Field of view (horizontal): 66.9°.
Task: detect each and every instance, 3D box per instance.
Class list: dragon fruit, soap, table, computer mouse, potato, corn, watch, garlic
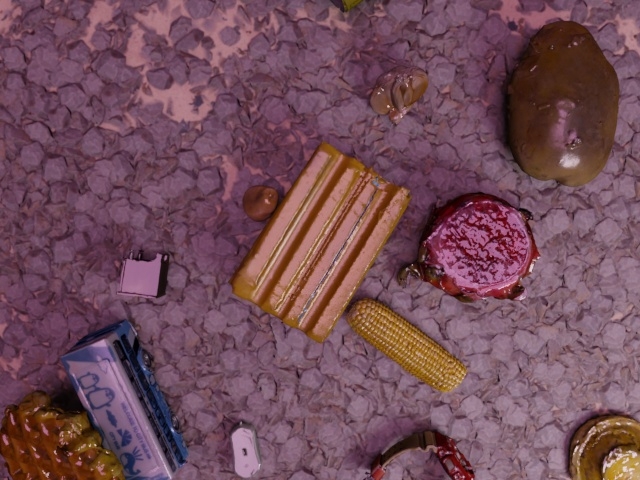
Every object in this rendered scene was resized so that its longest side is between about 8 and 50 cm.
[{"bbox_3d":[0.280,0.024,0.880,0.283,0.147,0.210,-27,95,-1],"label":"dragon fruit"},{"bbox_3d":[0.000,-0.001,0.894,0.204,0.096,0.324,32,92,-4],"label":"soap"},{"bbox_3d":[-0.325,0.061,0.898,0.070,0.083,0.082,7,87,-5],"label":"table"},{"bbox_3d":[-0.148,0.408,0.953,0.056,0.032,0.110,-10,84,-2],"label":"computer mouse"},{"bbox_3d":[0.433,-0.243,0.869,0.192,0.141,0.295,-5,92,-4],"label":"potato"},{"bbox_3d":[0.160,0.197,0.921,0.249,0.081,0.081,36,92,-4],"label":"corn"},{"bbox_3d":[0.166,0.486,0.946,0.269,0.102,0.164,-27,88,9],"label":"watch"},{"bbox_3d":[-0.109,-0.071,0.898,0.062,0.083,0.068,-22,94,-25],"label":"potato"},{"bbox_3d":[0.141,-0.279,0.889,0.113,0.094,0.074,-28,54,6],"label":"garlic"}]

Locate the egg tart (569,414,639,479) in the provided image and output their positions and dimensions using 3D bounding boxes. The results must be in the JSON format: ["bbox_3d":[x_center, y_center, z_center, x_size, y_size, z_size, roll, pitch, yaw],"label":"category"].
[{"bbox_3d":[0.591,0.444,0.957,0.192,0.074,0.191,0,95,-4],"label":"egg tart"}]

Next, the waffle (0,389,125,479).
[{"bbox_3d":[-0.458,0.410,0.856,0.325,0.068,0.302,40,122,8],"label":"waffle"}]

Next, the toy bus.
[{"bbox_3d":[-0.351,0.304,0.890,0.106,0.131,0.297,-23,95,-1],"label":"toy bus"}]

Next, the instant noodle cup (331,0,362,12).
[{"bbox_3d":[0.054,-0.498,0.818,0.153,0.205,0.205,-39,94,11],"label":"instant noodle cup"}]
